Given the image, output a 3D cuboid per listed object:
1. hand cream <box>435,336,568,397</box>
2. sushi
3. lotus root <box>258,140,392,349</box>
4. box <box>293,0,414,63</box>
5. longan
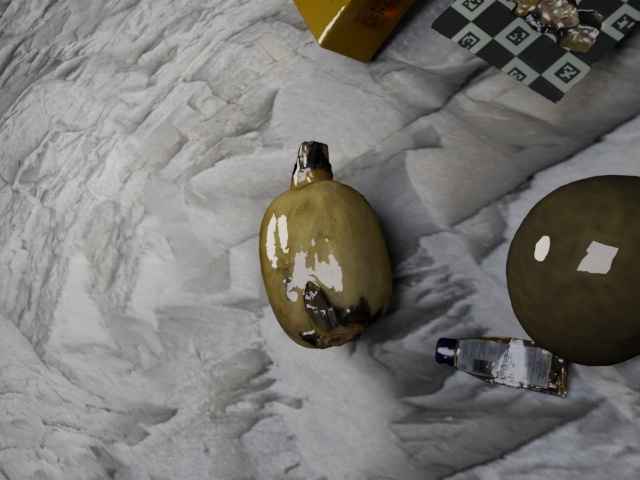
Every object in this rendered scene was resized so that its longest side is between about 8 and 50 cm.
[{"bbox_3d":[0.223,0.149,0.774,0.163,0.039,0.062,5,81,32],"label":"hand cream"},{"bbox_3d":[0.287,-0.282,0.811,0.192,0.050,0.215,-45,59,1],"label":"sushi"},{"bbox_3d":[0.000,0.000,0.892,0.183,0.183,0.309,-25,64,31],"label":"lotus root"},{"bbox_3d":[0.029,-0.523,0.991,0.264,0.116,0.415,-49,52,34],"label":"box"},{"bbox_3d":[0.295,0.027,0.649,0.212,0.198,0.198,-23,66,47],"label":"longan"}]
